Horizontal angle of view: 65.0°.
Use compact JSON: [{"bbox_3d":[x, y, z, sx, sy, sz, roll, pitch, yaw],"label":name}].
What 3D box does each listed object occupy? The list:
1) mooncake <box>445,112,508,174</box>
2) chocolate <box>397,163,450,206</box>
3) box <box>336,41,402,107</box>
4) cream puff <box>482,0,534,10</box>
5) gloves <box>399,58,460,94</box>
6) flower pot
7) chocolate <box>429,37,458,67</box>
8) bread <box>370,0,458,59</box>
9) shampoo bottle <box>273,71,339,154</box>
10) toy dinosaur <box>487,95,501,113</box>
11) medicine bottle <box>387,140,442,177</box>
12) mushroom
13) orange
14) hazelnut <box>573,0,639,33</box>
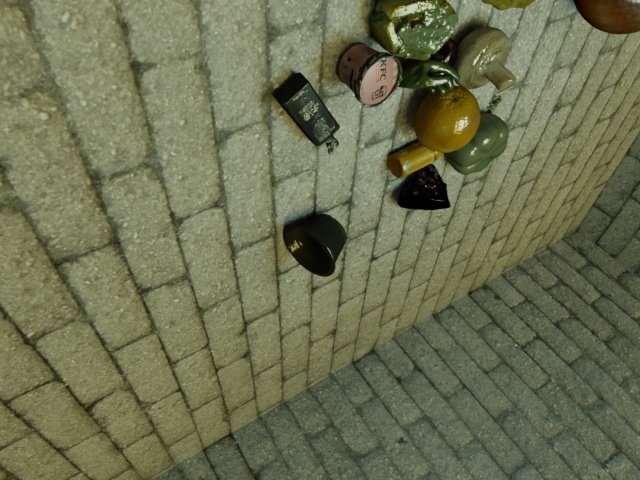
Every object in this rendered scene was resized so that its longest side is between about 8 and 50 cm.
[{"bbox_3d":[0.635,-0.382,2.026,0.275,0.135,0.275,-25,152,-14],"label":"mooncake"},{"bbox_3d":[0.420,-0.226,2.046,0.224,0.206,0.177,21,71,-65],"label":"chocolate"},{"bbox_3d":[0.128,-0.471,1.410,0.151,0.135,0.151,-28,144,-23],"label":"box"},{"bbox_3d":[0.519,-0.801,1.318,0.257,0.291,0.324,-56,142,-31],"label":"cream puff"},{"bbox_3d":[0.293,-0.497,1.518,0.268,0.135,0.107,-1,121,-13],"label":"gloves"},{"bbox_3d":[0.000,0.000,1.819,0.148,0.235,0.235,-44,153,-30],"label":"flower pot"},{"bbox_3d":[0.374,-0.565,1.596,0.149,0.080,0.125,-42,148,1],"label":"chocolate"},{"bbox_3d":[0.251,-0.595,1.391,0.257,0.124,0.186,-13,140,-34],"label":"bread"},{"bbox_3d":[-0.019,-0.355,1.465,0.098,0.071,0.309,-45,150,3],"label":"shampoo bottle"},{"bbox_3d":[0.691,-0.524,2.025,0.060,0.029,0.119,-24,147,-44],"label":"toy dinosaur"},{"bbox_3d":[0.352,-0.311,1.873,0.192,0.096,0.096,-28,146,-18],"label":"medicine bottle"},{"bbox_3d":[0.541,-0.571,1.634,0.207,0.215,0.207,-30,157,-15],"label":"mushroom"},{"bbox_3d":[0.429,-0.410,1.710,0.236,0.236,0.236,-27,146,-20],"label":"orange"},{"bbox_3d":[1.071,-0.900,1.677,0.359,0.359,0.409,-11,147,-37],"label":"hazelnut"}]
